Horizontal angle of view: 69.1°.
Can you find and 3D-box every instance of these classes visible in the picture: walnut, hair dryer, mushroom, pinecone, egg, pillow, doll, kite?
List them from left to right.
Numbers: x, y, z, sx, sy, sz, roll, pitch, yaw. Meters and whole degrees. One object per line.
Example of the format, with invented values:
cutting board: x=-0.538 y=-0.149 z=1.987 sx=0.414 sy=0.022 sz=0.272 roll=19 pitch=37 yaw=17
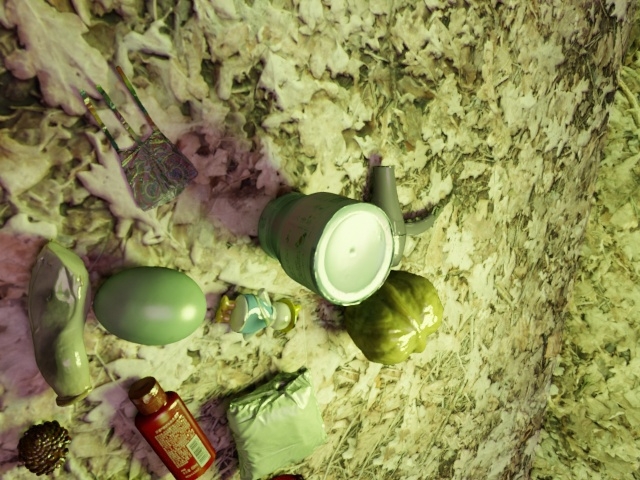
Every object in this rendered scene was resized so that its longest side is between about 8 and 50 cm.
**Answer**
pinecone: x=-0.579 y=0.440 z=0.971 sx=0.102 sy=0.102 sz=0.110 roll=5 pitch=112 yaw=-38
mushroom: x=-0.517 y=0.174 z=0.931 sx=0.109 sy=0.097 sz=0.352 roll=3 pitch=107 yaw=-16
kite: x=-0.376 y=-0.206 z=0.966 sx=0.152 sy=0.015 sz=0.286 roll=-41 pitch=128 yaw=-24
egg: x=-0.358 y=0.138 z=0.990 sx=0.230 sy=0.168 sz=0.168 roll=11 pitch=98 yaw=-33
doll: x=-0.151 y=0.195 z=1.215 sx=0.240 sy=0.098 sz=0.135 roll=10 pitch=76 yaw=-40
pillow: x=-0.123 y=0.525 z=1.316 sx=0.283 sy=0.138 sz=0.310 roll=-22 pitch=118 yaw=-25
walnut: x=0.211 y=0.223 z=1.395 sx=0.281 sy=0.277 sz=0.254 roll=-10 pitch=105 yaw=-23
hair dryer: x=0.279 y=-0.090 z=1.471 sx=0.361 sy=0.121 sz=0.301 roll=-12 pitch=103 yaw=-44

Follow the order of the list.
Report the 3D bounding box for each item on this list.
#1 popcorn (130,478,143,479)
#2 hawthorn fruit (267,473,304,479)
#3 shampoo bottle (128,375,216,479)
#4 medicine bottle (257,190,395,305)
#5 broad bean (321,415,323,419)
popcorn: x=-0.430 y=0.694 z=1.068 sx=0.205 sy=0.251 sz=0.237 roll=-17 pitch=118 yaw=-39
hawthorn fruit: x=-0.126 y=0.817 z=1.372 sx=0.249 sy=0.215 sz=0.216 roll=-10 pitch=110 yaw=-37
shampoo bottle: x=-0.369 y=0.469 z=1.150 sx=0.118 sy=0.076 sz=0.314 roll=-34 pitch=122 yaw=-23
medicine bottle: x=0.000 y=0.000 z=1.143 sx=0.244 sy=0.289 sz=0.245 roll=-11 pitch=110 yaw=-34
broad bean: x=-0.026 y=0.562 z=1.468 sx=0.083 sy=0.045 sz=0.063 roll=19 pitch=104 yaw=-32
